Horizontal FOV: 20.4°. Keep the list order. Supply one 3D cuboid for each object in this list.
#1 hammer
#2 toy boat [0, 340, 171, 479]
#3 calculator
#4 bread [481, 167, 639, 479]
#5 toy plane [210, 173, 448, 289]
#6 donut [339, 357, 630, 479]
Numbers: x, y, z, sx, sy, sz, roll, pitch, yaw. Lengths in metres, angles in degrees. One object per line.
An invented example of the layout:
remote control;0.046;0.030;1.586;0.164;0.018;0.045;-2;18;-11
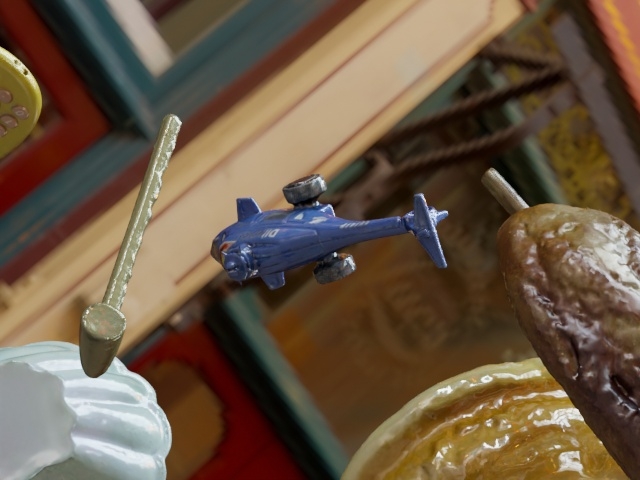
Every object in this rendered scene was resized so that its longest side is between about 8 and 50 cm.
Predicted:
hammer;-0.120;-0.001;1.160;0.028;0.195;0.060;16;-35;-1
toy boat;-0.280;0.175;1.567;0.100;0.290;0.199;87;-4;-66
calculator;-0.366;-0.121;1.689;0.235;0.032;0.146;-20;-53;32
bread;0.193;0.077;0.978;0.124;0.084;0.344;14;35;-56
toy plane;0.000;0.000;0.850;0.167;0.062;0.054;-8;-74;46
donut;0.182;0.322;1.590;0.449;0.449;0.198;55;-6;-19
